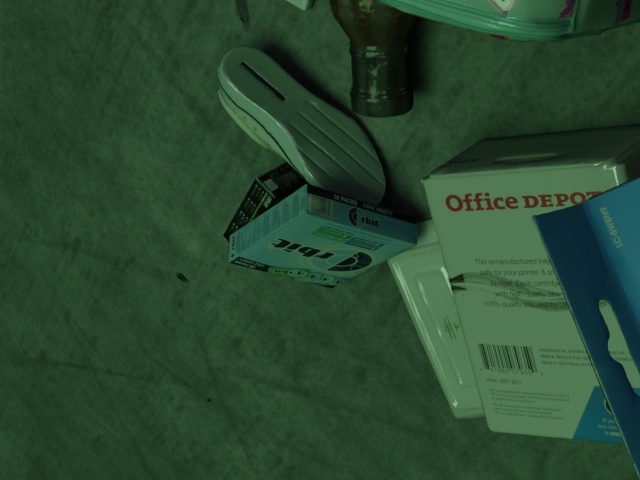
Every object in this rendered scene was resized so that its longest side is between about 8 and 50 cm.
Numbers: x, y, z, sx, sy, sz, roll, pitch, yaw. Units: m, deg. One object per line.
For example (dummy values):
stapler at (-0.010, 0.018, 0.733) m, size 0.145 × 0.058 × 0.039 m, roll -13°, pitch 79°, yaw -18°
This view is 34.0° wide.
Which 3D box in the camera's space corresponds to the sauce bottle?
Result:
sauce bottle at (0.056, -0.299, 1.088) m, size 0.111 × 0.111 × 0.344 m, roll 15°, pitch 121°, yaw 33°

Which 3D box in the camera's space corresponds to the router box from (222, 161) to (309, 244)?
router box at (-0.064, -0.046, 1.343) m, size 0.038 × 0.092 × 0.122 m, roll 45°, pitch 134°, yaw 11°

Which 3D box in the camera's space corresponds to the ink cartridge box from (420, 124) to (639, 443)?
ink cartridge box at (0.263, 0.046, 1.099) m, size 0.223 × 0.129 × 0.308 m, roll -2°, pitch 113°, yaw 40°

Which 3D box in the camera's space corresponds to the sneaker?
sneaker at (-0.023, -0.131, 1.279) m, size 0.258 × 0.094 × 0.091 m, roll 47°, pitch 164°, yaw 3°

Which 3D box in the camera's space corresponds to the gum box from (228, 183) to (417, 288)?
gum box at (0.000, 0.000, 1.268) m, size 0.184 × 0.157 × 0.041 m, roll -29°, pitch 53°, yaw 51°

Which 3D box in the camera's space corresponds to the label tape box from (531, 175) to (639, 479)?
label tape box at (0.348, 0.047, 0.849) m, size 0.106 × 0.333 × 0.241 m, roll -30°, pitch 77°, yaw 45°

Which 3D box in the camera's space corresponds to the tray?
tray at (0.166, 0.103, 1.282) m, size 0.145 × 0.030 × 0.270 m, roll -14°, pitch 104°, yaw 42°

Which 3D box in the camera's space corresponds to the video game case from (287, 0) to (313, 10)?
video game case at (-0.059, -0.364, 1.210) m, size 0.157 × 0.019 × 0.143 m, roll 34°, pitch 131°, yaw 20°

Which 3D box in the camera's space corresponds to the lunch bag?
lunch bag at (0.165, -0.252, 0.914) m, size 0.224 × 0.279 × 0.108 m, roll 23°, pitch 118°, yaw 32°
